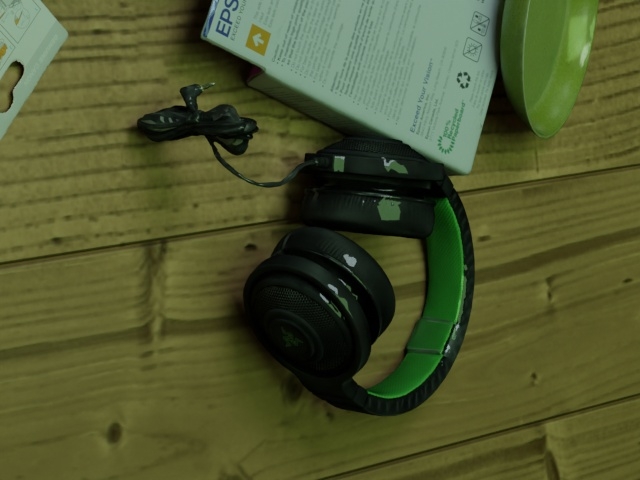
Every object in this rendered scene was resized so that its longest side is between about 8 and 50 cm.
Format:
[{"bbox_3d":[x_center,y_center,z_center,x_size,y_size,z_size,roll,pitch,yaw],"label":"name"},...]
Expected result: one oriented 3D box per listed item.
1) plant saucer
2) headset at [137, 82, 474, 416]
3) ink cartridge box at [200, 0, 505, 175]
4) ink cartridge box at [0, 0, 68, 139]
[{"bbox_3d":[0.227,-0.223,1.804,0.241,0.037,0.241,-40,136,-55],"label":"plant saucer"},{"bbox_3d":[0.000,0.000,1.653,0.394,0.185,0.243,47,59,-45],"label":"headset"},{"bbox_3d":[0.048,-0.267,1.702,0.330,0.071,0.324,25,75,-32],"label":"ink cartridge box"},{"bbox_3d":[-0.320,-0.171,1.444,0.181,0.056,0.225,-61,141,-20],"label":"ink cartridge box"}]
